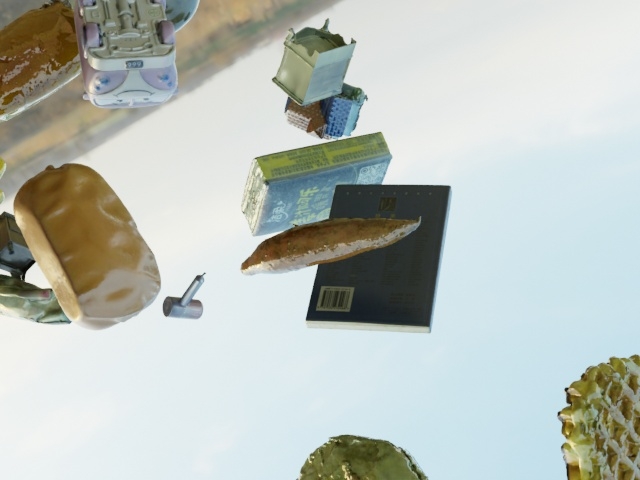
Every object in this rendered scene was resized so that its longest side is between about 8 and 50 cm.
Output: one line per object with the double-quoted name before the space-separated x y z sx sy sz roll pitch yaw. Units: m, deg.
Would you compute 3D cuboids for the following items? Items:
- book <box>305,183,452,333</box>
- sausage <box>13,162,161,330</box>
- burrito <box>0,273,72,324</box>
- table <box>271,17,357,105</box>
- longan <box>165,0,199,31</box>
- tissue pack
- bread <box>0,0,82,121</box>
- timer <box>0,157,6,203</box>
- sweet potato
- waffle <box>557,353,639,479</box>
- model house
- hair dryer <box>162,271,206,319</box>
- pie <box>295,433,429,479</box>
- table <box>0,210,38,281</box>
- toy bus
"book" 0.092 0.022 1.600 0.191 0.025 0.269 1 -127 16
"sausage" -0.315 0.005 1.403 0.136 0.241 0.120 -31 175 -33
"burrito" -0.511 0.087 1.694 0.309 0.066 0.096 11 -175 34
"table" -0.008 -0.232 1.350 0.079 0.062 0.083 -26 149 -40
"longan" -0.302 -0.439 1.768 0.159 0.204 0.185 131 -24 -66
"tissue pack" -0.008 -0.103 1.951 0.257 0.081 0.185 -13 152 -21
"bread" -0.509 -0.307 1.806 0.241 0.136 0.107 -36 -166 -11
"timer" -0.554 -0.094 1.707 0.107 0.109 0.107 -35 -152 22
"sweet potato" 0.000 0.000 1.520 0.314 0.072 0.066 -17 175 28
"waffle" 0.370 0.259 1.265 0.243 0.237 0.059 -6 177 -44
"model house" -0.001 -0.256 2.053 0.148 0.148 0.119 -48 158 -71
"hair dryer" -0.215 0.090 1.768 0.063 0.037 0.114 8 134 -35
"pie" 0.065 0.406 1.446 0.306 0.306 0.071 -19 177 42
"table" -0.519 0.014 1.777 0.070 0.083 0.082 -40 -131 18
"toy bus" -0.290 -0.293 1.565 0.142 0.202 0.142 -4 142 -16
